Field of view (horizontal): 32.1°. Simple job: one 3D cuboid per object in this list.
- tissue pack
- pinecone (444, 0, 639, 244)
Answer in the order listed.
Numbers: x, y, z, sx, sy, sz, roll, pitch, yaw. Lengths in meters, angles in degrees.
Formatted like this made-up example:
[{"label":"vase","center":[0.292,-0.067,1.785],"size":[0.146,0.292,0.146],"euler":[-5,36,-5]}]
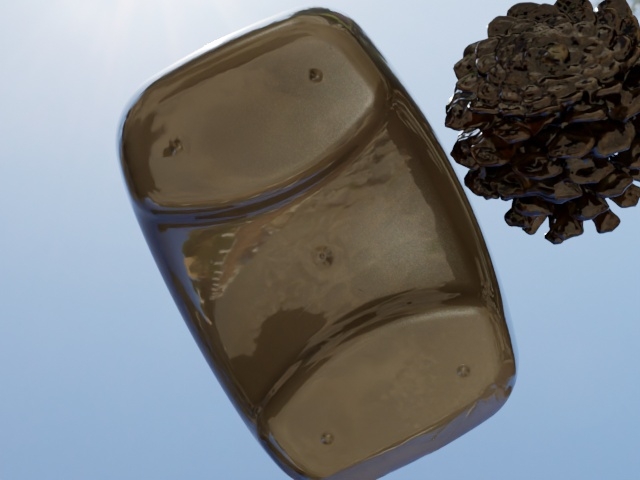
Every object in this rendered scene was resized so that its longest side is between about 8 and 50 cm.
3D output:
[{"label":"tissue pack","center":[0.000,0.000,0.982],"size":[0.387,0.267,0.277],"euler":[62,-175,-7]},{"label":"pinecone","center":[0.171,-0.075,0.797],"size":[0.162,0.165,0.163],"euler":[-11,-135,11]}]
